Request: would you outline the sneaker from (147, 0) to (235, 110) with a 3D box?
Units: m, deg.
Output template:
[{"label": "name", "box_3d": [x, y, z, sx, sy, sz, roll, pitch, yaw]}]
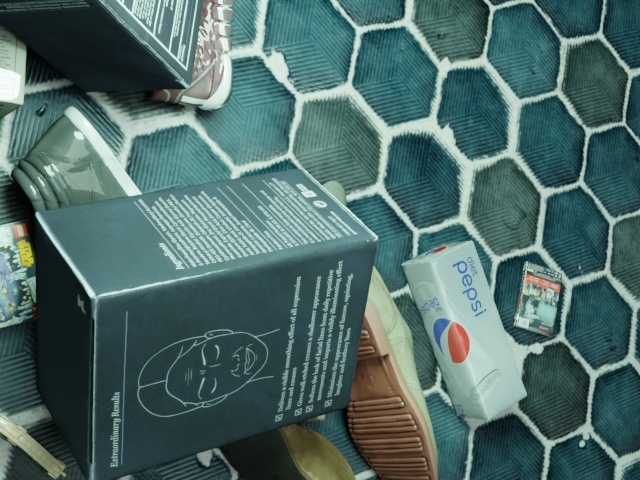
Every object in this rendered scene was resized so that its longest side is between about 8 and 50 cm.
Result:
[{"label": "sneaker", "box_3d": [-0.214, -0.331, 1.553, 0.162, 0.106, 0.281, -2, 88, -27]}]

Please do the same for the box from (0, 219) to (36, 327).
[{"label": "box", "box_3d": [-0.429, 0.048, 1.444, 0.094, 0.027, 0.137, -15, 94, -31]}]

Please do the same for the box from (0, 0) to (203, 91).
[{"label": "box", "box_3d": [-0.284, -0.382, 1.379, 0.294, 0.182, 0.296, 42, 51, -64]}]

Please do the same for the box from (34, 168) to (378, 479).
[{"label": "box", "box_3d": [-0.157, 0.102, 1.424, 0.395, 0.212, 0.293, -12, 126, -31]}]

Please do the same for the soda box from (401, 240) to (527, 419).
[{"label": "soda box", "box_3d": [0.240, 0.150, 1.787, 0.098, 0.091, 0.286, -24, 98, -29]}]

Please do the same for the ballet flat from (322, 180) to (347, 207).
[{"label": "ballet flat", "box_3d": [0.000, 0.000, 1.672, 0.072, 0.068, 0.213, 35, 70, -24]}]

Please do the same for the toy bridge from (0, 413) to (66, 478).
[{"label": "toy bridge", "box_3d": [-0.409, 0.257, 1.420, 0.188, 0.063, 0.026, 44, 67, -19]}]

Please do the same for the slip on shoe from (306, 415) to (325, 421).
[{"label": "slip on shoe", "box_3d": [-0.018, 0.214, 1.663, 0.041, 0.051, 0.135, -5, 87, 1]}]

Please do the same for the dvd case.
[{"label": "dvd case", "box_3d": [0.391, 0.106, 1.922, 0.087, 0.013, 0.119, 17, 77, -28]}]

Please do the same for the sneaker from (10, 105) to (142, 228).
[{"label": "sneaker", "box_3d": [-0.311, -0.027, 1.485, 0.147, 0.104, 0.296, -39, 113, -11]}]

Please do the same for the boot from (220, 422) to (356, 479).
[{"label": "boot", "box_3d": [-0.056, 0.313, 1.620, 0.305, 0.112, 0.115, 52, 34, -12]}]

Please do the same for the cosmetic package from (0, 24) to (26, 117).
[{"label": "cosmetic package", "box_3d": [-0.469, -0.328, 1.399, 0.160, 0.113, 0.309, 6, 83, -29]}]

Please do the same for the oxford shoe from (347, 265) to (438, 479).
[{"label": "oxford shoe", "box_3d": [0.116, 0.222, 1.688, 0.146, 0.140, 0.397, -43, 121, -50]}]
